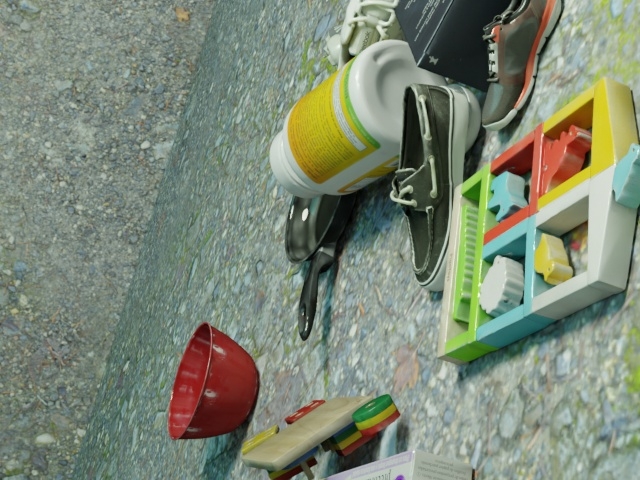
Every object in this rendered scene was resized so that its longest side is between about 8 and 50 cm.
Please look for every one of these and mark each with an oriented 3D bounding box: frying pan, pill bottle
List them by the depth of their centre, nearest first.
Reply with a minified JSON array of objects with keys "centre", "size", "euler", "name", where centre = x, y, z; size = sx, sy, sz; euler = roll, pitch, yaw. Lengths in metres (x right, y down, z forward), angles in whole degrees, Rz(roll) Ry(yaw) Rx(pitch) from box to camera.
[{"centre":[0.038,-0.135,1.324],"size":[0.245,0.136,0.136],"euler":[-28,47,56],"name":"pill bottle"},{"centre":[0.012,-0.025,1.468],"size":[0.197,0.053,0.326],"euler":[-63,22,24],"name":"frying pan"}]

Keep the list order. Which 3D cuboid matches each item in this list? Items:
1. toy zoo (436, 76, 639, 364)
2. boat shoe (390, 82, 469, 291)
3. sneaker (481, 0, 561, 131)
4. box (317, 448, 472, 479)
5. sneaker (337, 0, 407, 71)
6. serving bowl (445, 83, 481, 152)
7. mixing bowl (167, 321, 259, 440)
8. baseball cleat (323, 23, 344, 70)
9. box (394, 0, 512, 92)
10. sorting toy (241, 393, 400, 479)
[{"centre":[0.197,-0.016,0.960],"size":[0.293,0.030,0.192],"euler":[-40,36,57],"name":"toy zoo"},{"centre":[0.108,-0.057,1.149],"size":[0.077,0.070,0.219],"euler":[-11,75,63],"name":"boat shoe"},{"centre":[0.186,-0.191,1.102],"size":[0.061,0.064,0.158],"euler":[-147,77,-71],"name":"sneaker"},{"centre":[0.041,0.269,1.085],"size":[0.324,0.067,0.063],"euler":[-37,40,59],"name":"box"},{"centre":[0.085,-0.293,1.327],"size":[0.297,0.111,0.129],"euler":[100,-164,-56],"name":"sneaker"},{"centre":[0.152,-0.128,1.189],"size":[0.083,0.027,0.083],"euler":[-26,60,61],"name":"serving bowl"},{"centre":[-0.154,0.223,1.635],"size":[0.181,0.098,0.181],"euler":[-162,90,-73],"name":"mixing bowl"},{"centre":[0.060,-0.290,1.577],"size":[0.109,0.072,0.206],"euler":[-30,15,12],"name":"baseball cleat"},{"centre":[0.166,-0.273,1.192],"size":[0.158,0.093,0.156],"euler":[-99,33,-56],"name":"box"},{"centre":[-0.010,0.227,1.206],"size":[0.132,0.046,0.274],"euler":[-30,2,-21],"name":"sorting toy"}]
